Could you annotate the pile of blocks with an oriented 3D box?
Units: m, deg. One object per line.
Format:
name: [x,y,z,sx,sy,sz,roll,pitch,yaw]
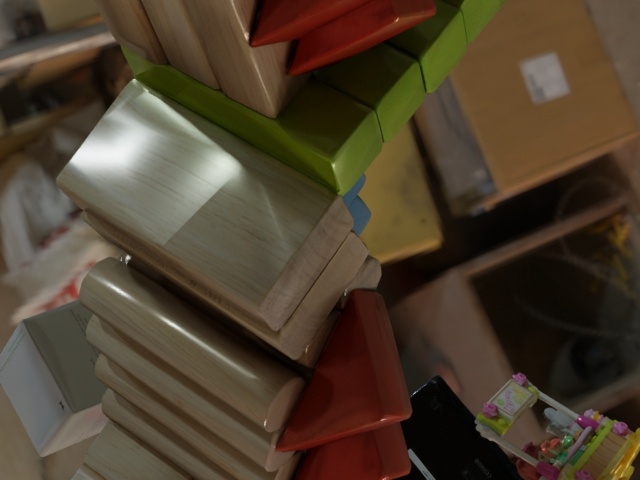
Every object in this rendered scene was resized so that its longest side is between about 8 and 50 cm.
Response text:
pile of blocks: [0.000,0.000,0.483,0.112,0.149,0.362,31,136,26]

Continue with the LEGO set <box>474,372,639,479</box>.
LEGO set: [0.177,0.170,1.147,0.107,0.132,0.287,31,-171,17]

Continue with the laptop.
laptop: [0.094,0.295,1.409,0.234,0.264,0.136,50,-172,8]

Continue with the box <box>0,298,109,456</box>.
box: [-0.223,0.120,1.330,0.102,0.087,0.101,58,141,13]
